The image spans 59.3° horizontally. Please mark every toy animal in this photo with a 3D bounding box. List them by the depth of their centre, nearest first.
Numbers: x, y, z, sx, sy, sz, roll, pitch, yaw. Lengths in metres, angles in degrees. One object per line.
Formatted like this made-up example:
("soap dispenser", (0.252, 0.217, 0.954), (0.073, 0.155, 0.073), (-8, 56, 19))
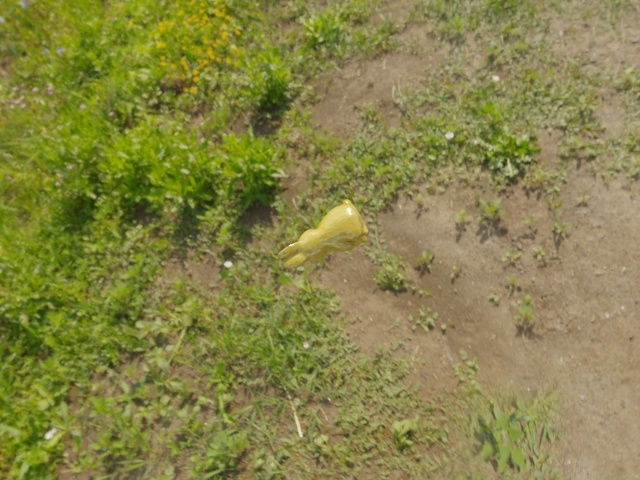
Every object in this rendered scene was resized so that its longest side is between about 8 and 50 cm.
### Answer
("toy animal", (-0.001, -0.002, 0.968), (0.159, 0.070, 0.083), (-28, 75, -5))
